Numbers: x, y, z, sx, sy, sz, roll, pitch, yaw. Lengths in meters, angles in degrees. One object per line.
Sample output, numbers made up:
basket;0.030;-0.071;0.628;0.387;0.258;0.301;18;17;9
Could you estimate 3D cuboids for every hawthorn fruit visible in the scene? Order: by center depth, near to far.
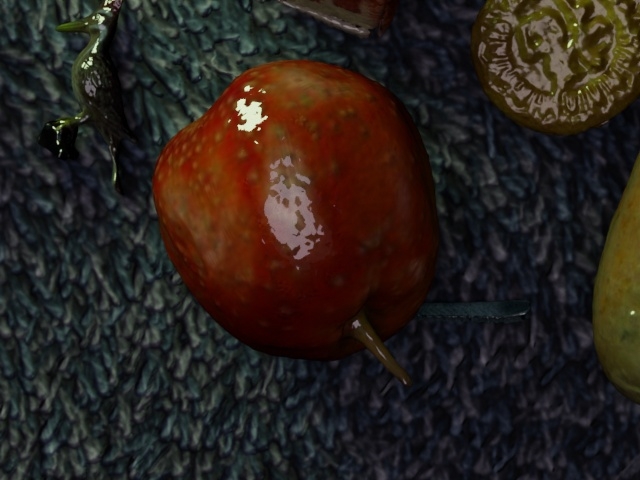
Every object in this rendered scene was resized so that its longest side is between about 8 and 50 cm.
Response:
hawthorn fruit;0.000;0.000;1.803;0.287;0.287;0.330;-33;71;9

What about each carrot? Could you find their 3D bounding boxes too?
carrot;0.381;-0.004;1.805;0.224;0.224;0.340;12;96;6

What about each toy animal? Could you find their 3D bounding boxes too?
toy animal;-0.230;-0.153;1.962;0.105;0.070;0.202;9;91;-4

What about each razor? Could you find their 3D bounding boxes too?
razor;0.117;0.073;1.943;0.190;0.033;0.066;-4;139;5

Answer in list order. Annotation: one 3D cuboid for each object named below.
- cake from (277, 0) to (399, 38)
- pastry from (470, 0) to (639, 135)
cake;0.030;-0.315;1.818;0.158;0.262;0.159;24;80;1
pastry;0.240;-0.195;1.866;0.189;0.103;0.188;1;95;7
